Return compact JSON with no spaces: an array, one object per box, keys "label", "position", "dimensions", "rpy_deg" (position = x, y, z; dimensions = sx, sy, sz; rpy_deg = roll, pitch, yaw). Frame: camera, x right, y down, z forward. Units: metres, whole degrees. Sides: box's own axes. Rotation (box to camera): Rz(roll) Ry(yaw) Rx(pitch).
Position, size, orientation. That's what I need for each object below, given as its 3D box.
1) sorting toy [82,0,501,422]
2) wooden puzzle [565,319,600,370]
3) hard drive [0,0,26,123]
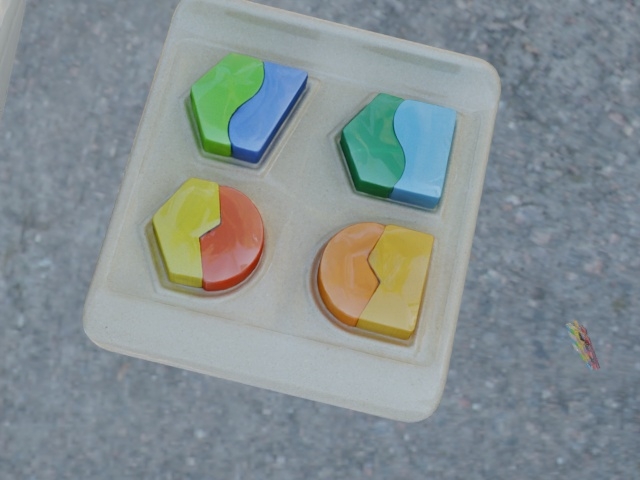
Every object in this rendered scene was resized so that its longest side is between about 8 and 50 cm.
[{"label":"sorting toy","position":[-0.010,-0.024,0.650],"dimensions":[0.192,0.038,0.208],"rpy_deg":[14,74,-1]},{"label":"wooden puzzle","position":[0.329,0.132,1.513],"dimensions":[0.006,0.083,0.049],"rpy_deg":[-29,26,-9]},{"label":"hard drive","position":[-0.201,-0.007,0.613],"dimensions":[0.308,0.040,0.203],"rpy_deg":[-94,22,-51]}]
